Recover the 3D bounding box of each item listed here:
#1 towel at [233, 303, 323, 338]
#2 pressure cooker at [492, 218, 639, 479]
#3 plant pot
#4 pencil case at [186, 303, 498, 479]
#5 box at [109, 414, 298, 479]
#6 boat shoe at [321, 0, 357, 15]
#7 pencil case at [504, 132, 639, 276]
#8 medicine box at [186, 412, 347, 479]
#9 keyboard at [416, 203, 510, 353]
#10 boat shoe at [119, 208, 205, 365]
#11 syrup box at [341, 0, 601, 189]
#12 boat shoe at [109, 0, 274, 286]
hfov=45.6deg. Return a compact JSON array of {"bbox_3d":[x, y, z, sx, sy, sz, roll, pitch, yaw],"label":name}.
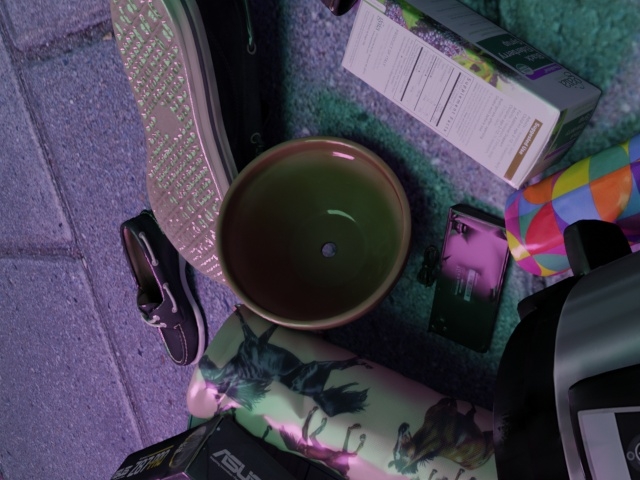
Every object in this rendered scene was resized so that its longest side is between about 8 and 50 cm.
[{"bbox_3d":[-0.075,0.193,1.172,0.144,0.029,0.197,17,125,13],"label":"towel"},{"bbox_3d":[0.327,0.163,0.519,0.375,0.369,0.420,43,133,-17],"label":"pressure cooker"},{"bbox_3d":[0.000,0.000,0.938,0.237,0.237,0.110,41,177,22],"label":"plant pot"},{"bbox_3d":[0.038,0.211,0.918,0.411,0.159,0.183,21,164,15],"label":"pencil case"},{"bbox_3d":[-0.079,0.415,0.998,0.395,0.097,0.318,44,142,-9],"label":"box"},{"bbox_3d":[0.066,-0.304,0.778,0.228,0.080,0.076,-27,97,49],"label":"boat shoe"},{"bbox_3d":[0.278,-0.041,0.693,0.236,0.104,0.104,-28,90,48],"label":"pencil case"},{"bbox_3d":[-0.046,0.321,1.116,0.289,0.149,0.263,28,129,15],"label":"medicine box"},{"bbox_3d":[0.165,0.043,0.902,0.108,0.023,0.180,23,125,27],"label":"keyboard"},{"bbox_3d":[-0.277,0.091,1.306,0.114,0.091,0.302,7,115,43],"label":"boat shoe"},{"bbox_3d":[0.144,-0.163,0.760,0.237,0.093,0.096,40,133,23],"label":"syrup box"},{"bbox_3d":[-0.143,-0.139,1.019,0.187,0.156,0.500,24,138,29],"label":"boat shoe"}]
